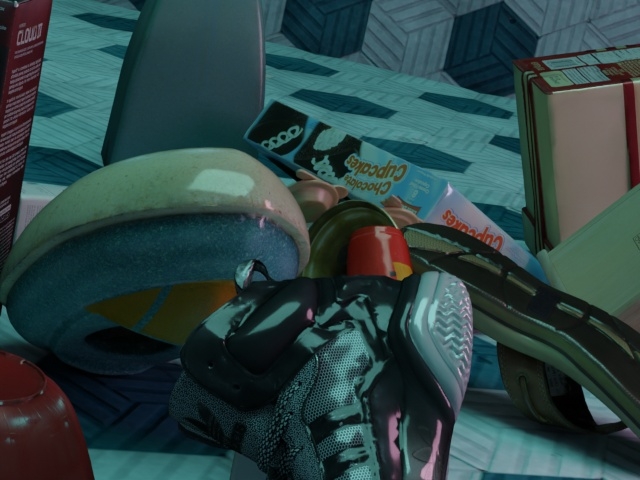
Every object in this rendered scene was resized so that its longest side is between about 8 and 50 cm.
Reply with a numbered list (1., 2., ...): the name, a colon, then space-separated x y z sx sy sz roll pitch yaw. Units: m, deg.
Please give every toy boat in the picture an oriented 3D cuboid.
1. toy boat: -0.058 0.043 1.159 0.318 0.148 0.267 11 -25 -30

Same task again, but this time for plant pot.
1. plant pot: -0.144 -0.181 1.825 0.166 0.234 0.165 10 14 -12

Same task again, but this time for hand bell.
1. hand bell: 0.101 0.050 1.452 0.126 0.126 0.242 25 6 43

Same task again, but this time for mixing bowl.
1. mixing bowl: -0.200 0.116 0.880 0.181 0.098 0.181 11 15 -3

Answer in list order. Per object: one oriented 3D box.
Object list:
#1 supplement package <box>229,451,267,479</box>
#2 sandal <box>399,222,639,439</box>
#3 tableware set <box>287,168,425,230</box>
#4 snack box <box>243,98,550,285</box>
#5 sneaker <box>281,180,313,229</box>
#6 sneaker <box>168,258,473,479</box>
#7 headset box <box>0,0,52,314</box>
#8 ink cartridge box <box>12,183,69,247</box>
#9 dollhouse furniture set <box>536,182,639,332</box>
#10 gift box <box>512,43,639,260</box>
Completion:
1. supplement package: 0.004 0.125 1.000 0.105 0.105 0.179 12 13 0
2. sandal: 0.177 0.093 1.283 0.303 0.086 0.120 34 23 16
3. tableware set: 0.000 0.000 1.448 0.141 0.169 0.020 19 46 -33
4. snack box: 0.075 -0.037 1.641 0.187 0.060 0.322 37 -5 -38
5. sneaker: -0.018 -0.015 1.583 0.170 0.068 0.071 20 2 2
6. sneaker: -0.009 0.123 0.830 0.153 0.101 0.268 11 53 1
7. headset box: -0.329 -0.089 1.181 0.218 0.293 0.110 13 14 1
8. ink cartridge box: -0.207 0.003 1.342 0.122 0.088 0.052 4 13 -31
9. dollhouse furniture set: 0.398 0.102 1.515 0.303 0.198 0.286 39 20 -35
10. gift box: 0.321 -0.068 1.754 0.276 0.258 0.255 -7 15 4
